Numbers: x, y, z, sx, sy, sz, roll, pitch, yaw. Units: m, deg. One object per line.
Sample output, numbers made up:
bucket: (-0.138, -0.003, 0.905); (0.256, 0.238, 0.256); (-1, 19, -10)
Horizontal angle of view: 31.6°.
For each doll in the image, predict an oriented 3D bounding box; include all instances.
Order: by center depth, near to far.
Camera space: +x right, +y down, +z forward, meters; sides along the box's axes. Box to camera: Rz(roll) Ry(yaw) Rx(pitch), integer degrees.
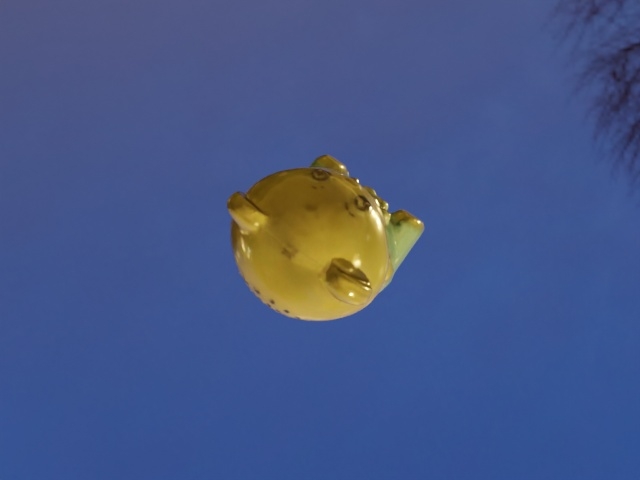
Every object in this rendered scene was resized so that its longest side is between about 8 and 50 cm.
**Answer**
doll: (0.000, 0.000, 1.239); (0.161, 0.177, 0.261); (-53, 172, 9)
